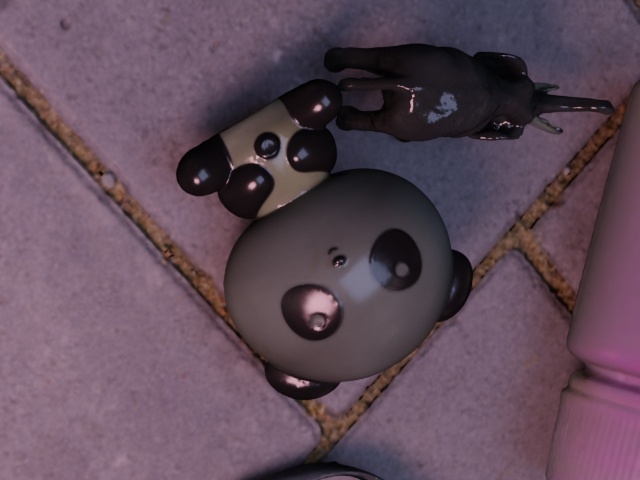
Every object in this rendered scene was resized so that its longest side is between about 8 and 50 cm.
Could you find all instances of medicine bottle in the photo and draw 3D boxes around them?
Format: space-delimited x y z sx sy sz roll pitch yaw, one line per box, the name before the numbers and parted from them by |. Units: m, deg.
medicine bottle | 0.345 0.058 1.813 0.219 0.219 0.388 15 88 -27

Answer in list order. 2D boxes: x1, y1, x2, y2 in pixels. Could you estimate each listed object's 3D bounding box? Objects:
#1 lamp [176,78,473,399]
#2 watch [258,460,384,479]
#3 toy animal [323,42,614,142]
lamp | 0.000 0.000 1.661 0.197 0.197 0.244 -34 100 -19
watch | -0.004 0.299 1.755 0.193 0.068 0.206 5 92 -26
toy animal | 0.118 -0.123 1.724 0.269 0.137 0.082 2 93 -44
